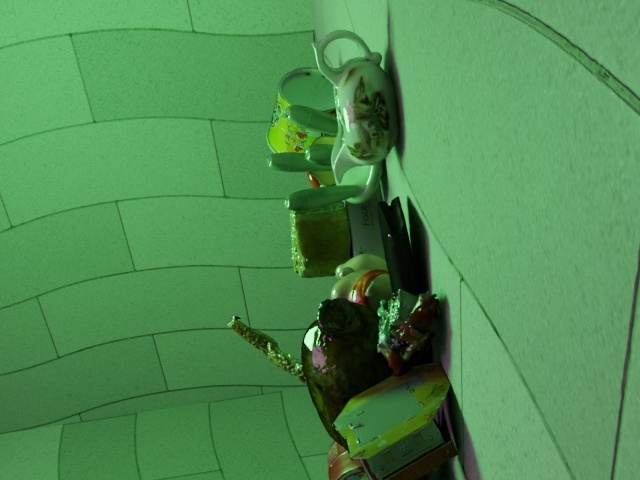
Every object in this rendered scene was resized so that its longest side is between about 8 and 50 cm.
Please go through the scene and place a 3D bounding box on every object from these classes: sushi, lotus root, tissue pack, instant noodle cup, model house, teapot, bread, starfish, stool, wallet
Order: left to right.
[{"bbox_3d":[-0.030,-0.378,2.493,0.200,0.265,0.264,99,165,-50],"label":"instant noodle cup"},{"bbox_3d":[0.000,0.000,1.968,0.102,0.138,0.196,-101,9,-61],"label":"bread"},{"bbox_3d":[0.012,-0.183,1.851,0.195,0.199,0.195,-62,37,38],"label":"stool"},{"bbox_3d":[0.019,0.319,2.071,0.384,0.398,0.132,50,-136,-42],"label":"starfish"},{"bbox_3d":[0.069,-0.254,1.582,0.204,0.140,0.298,-97,-1,-68],"label":"teapot"},{"bbox_3d":[0.072,0.270,1.615,0.179,0.196,0.397,24,144,41],"label":"lotus root"},{"bbox_3d":[0.106,-0.043,2.016,0.148,0.093,0.246,92,170,-71],"label":"tissue pack"},{"bbox_3d":[0.163,0.113,1.576,0.197,0.051,0.377,-98,-4,-66],"label":"wallet"},{"bbox_3d":[0.151,0.143,1.414,0.097,0.103,0.226,-50,-11,-36],"label":"sushi"},{"bbox_3d":[0.154,0.334,1.422,0.135,0.219,0.207,62,175,-16],"label":"model house"}]

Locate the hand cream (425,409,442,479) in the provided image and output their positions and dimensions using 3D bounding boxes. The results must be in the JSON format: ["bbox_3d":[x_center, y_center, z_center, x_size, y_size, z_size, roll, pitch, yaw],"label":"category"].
[{"bbox_3d":[0.215,0.433,1.617,0.331,0.058,0.085,94,-177,-54],"label":"hand cream"}]

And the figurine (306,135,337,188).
[{"bbox_3d":[0.047,-0.183,2.280,0.208,0.181,0.257,39,166,15],"label":"figurine"}]

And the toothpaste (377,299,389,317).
[{"bbox_3d":[0.145,0.194,1.680,0.057,0.035,0.197,-71,-28,-48],"label":"toothpaste"}]

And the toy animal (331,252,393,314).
[{"bbox_3d":[0.111,0.122,1.784,0.197,0.171,0.171,-94,-4,-67],"label":"toy animal"}]

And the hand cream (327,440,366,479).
[{"bbox_3d":[0.130,0.646,2.326,0.149,0.230,0.230,-100,2,-57],"label":"hand cream"}]

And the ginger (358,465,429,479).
[{"bbox_3d":[0.159,0.554,1.544,0.256,0.176,0.375,57,-167,-81],"label":"ginger"}]
